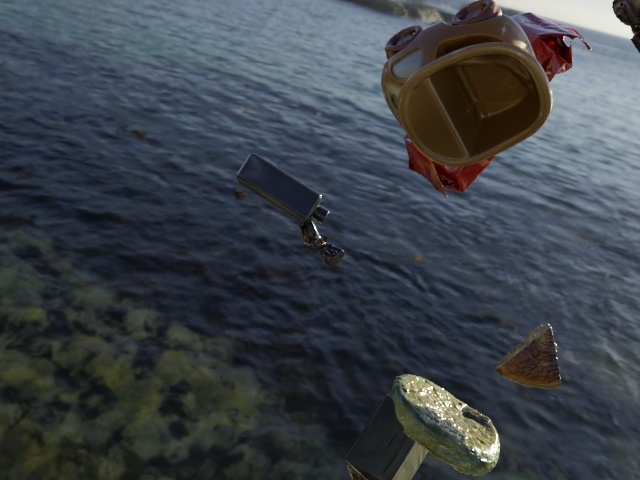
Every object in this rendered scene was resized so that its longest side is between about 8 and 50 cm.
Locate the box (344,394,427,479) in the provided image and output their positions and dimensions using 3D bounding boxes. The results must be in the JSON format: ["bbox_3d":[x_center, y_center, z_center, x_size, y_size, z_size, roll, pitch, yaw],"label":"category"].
[{"bbox_3d":[0.199,0.583,1.981,0.148,0.155,0.231,22,59,30],"label":"box"}]

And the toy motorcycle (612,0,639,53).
[{"bbox_3d":[0.611,-0.380,1.260,0.082,0.122,0.213,-35,72,-15],"label":"toy motorcycle"}]

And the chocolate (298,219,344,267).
[{"bbox_3d":[-0.001,0.003,1.878,0.070,0.072,0.147,-8,52,-51],"label":"chocolate"}]

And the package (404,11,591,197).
[{"bbox_3d":[0.336,-0.288,1.427,0.123,0.424,0.196,35,12,-30],"label":"package"}]

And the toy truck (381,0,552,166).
[{"bbox_3d":[0.236,-0.260,1.179,0.287,0.204,0.212,-17,34,29],"label":"toy truck"}]

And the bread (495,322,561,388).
[{"bbox_3d":[0.485,0.276,1.568,0.136,0.154,0.054,45,9,-5],"label":"bread"}]

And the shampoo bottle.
[{"bbox_3d":[-0.090,-0.122,1.781,0.246,0.080,0.079,32,-6,2],"label":"shampoo bottle"}]

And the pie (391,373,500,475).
[{"bbox_3d":[0.268,0.397,1.537,0.276,0.079,0.277,27,15,-8],"label":"pie"}]
